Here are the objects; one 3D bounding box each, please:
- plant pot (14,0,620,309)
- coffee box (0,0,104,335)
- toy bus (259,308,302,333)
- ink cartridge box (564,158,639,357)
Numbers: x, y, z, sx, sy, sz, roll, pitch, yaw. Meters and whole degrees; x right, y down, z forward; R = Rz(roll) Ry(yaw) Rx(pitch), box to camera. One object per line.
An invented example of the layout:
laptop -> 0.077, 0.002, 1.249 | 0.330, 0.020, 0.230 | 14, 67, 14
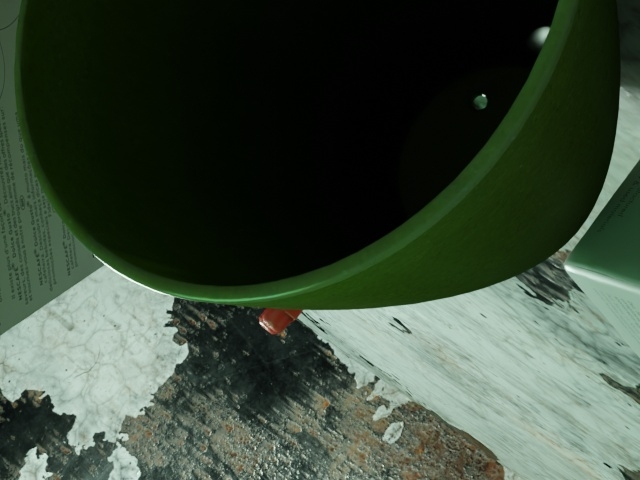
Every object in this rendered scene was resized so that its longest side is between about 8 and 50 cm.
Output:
plant pot -> 0.045, -0.075, 0.583 | 0.275, 0.275, 0.293 | 33, -176, 32
coffee box -> -0.352, -0.125, 0.829 | 0.337, 0.338, 0.334 | -2, -166, 13
toy bus -> 0.000, 0.000, 1.123 | 0.149, 0.211, 0.220 | 38, 172, -2
ink cartridge box -> 0.314, 0.066, 0.542 | 0.207, 0.119, 0.353 | 45, 169, -29
